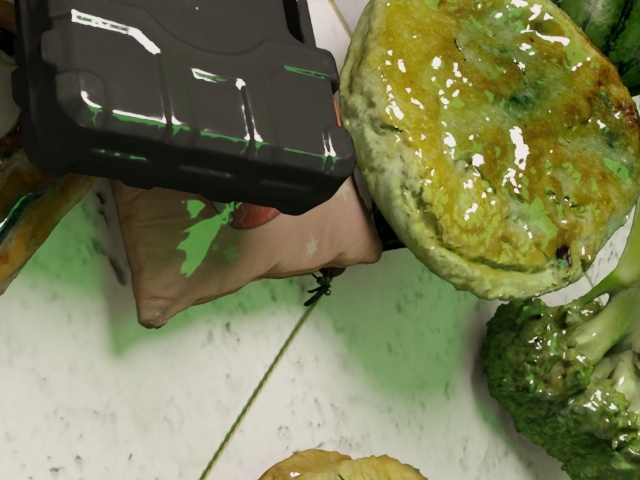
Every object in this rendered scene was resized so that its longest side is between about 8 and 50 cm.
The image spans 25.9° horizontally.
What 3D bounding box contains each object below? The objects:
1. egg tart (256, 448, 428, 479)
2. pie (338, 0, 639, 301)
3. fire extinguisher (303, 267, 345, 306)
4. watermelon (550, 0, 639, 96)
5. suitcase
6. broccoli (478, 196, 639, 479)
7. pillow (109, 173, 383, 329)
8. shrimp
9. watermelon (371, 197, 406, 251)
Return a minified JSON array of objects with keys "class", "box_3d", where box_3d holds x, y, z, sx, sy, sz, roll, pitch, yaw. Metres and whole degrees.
[{"class":"egg tart","box_3d":[0.039,0.308,0.972,0.341,0.129,0.341,15,71,-51]},{"class":"pie","box_3d":[0.131,-0.091,1.043,0.277,0.078,0.277,16,58,-27]},{"class":"fire extinguisher","box_3d":[0.004,-0.002,1.060,0.046,0.032,0.100,59,36,-41]},{"class":"watermelon","box_3d":[0.269,-0.220,1.320,0.188,0.188,0.215,22,97,-48]},{"class":"suitcase","box_3d":[-0.092,-0.159,0.846,0.206,0.066,0.286,10,57,-35]},{"class":"broccoli","box_3d":[0.258,0.086,1.262,0.254,0.186,0.302,-26,108,-9]},{"class":"pillow","box_3d":[-0.065,-0.073,0.942,0.223,0.084,0.236,-19,91,-46]},{"class":"shrimp","box_3d":[-0.204,-0.045,0.784,0.152,0.046,0.219,43,60,-29]},{"class":"watermelon","box_3d":[0.112,-0.090,1.154,0.193,0.137,0.145,-19,103,-11]}]
